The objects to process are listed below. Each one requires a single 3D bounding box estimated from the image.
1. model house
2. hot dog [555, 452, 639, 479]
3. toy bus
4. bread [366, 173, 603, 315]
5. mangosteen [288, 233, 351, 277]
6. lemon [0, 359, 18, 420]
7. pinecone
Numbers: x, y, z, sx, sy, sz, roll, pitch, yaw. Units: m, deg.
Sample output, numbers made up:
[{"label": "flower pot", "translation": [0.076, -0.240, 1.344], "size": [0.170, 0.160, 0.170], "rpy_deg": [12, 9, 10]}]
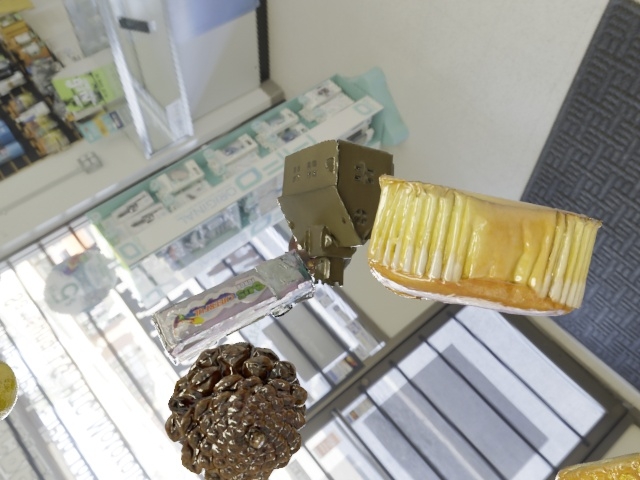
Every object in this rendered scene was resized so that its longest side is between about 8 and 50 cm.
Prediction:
[{"label": "model house", "translation": [0.043, -0.035, 1.066], "size": [0.211, 0.205, 0.243], "rpy_deg": [-5, 79, 59]}, {"label": "hot dog", "translation": [0.419, 0.343, 0.825], "size": [0.071, 0.045, 0.165], "rpy_deg": [43, 136, -7]}, {"label": "toy bus", "translation": [-0.160, 0.118, 1.116], "size": [0.112, 0.317, 0.138], "rpy_deg": [60, 164, 13]}, {"label": "bread", "translation": [0.198, 0.015, 0.749], "size": [0.204, 0.288, 0.156], "rpy_deg": [-153, 74, -72]}, {"label": "mangosteen", "translation": [-0.002, 0.011, 1.452], "size": [0.184, 0.173, 0.172], "rpy_deg": [-106, 0, -51]}, {"label": "lemon", "translation": [-0.501, 0.231, 0.871], "size": [0.082, 0.082, 0.110], "rpy_deg": [84, 172, -51]}, {"label": "pinecone", "translation": [-0.119, 0.237, 0.825], "size": [0.208, 0.208, 0.207], "rpy_deg": [44, 156, 26]}]
